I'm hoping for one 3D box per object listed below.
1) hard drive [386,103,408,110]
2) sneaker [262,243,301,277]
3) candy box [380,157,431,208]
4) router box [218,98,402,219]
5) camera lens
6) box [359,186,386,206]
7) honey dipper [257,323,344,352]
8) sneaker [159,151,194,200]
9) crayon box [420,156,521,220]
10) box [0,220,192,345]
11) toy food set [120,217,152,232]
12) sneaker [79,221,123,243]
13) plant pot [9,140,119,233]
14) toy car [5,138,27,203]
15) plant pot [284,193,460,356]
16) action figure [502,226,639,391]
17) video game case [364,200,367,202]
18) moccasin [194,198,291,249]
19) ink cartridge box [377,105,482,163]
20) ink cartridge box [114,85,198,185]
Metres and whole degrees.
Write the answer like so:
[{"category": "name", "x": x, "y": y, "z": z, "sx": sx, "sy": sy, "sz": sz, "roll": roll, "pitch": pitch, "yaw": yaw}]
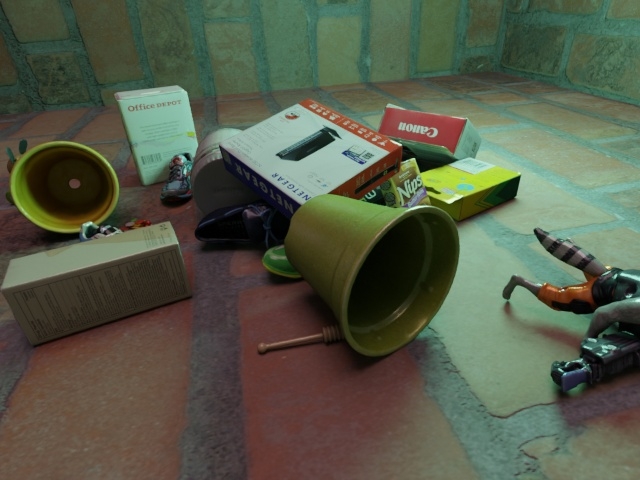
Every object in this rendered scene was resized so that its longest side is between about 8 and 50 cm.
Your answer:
[{"category": "hard drive", "x": 0.447, "y": -0.493, "z": 1.685, "sx": 0.308, "sy": 0.040, "sz": 0.203, "roll": 9, "pitch": 23, "yaw": -29}, {"category": "sneaker", "x": 0.000, "y": 0.000, "z": 0.948, "sx": 0.296, "sy": 0.123, "sz": 0.109, "roll": -16, "pitch": 34, "yaw": -19}, {"category": "candy box", "x": 0.227, "y": -0.112, "z": 1.056, "sx": 0.109, "sy": 0.186, "sz": 0.053, "roll": -24, "pitch": 5, "yaw": -30}, {"category": "router box", "x": -0.027, "y": -0.201, "z": 0.980, "sx": 0.301, "sy": 0.082, "sz": 0.336, "roll": -36, "pitch": 55, "yaw": -25}, {"category": "camera lens", "x": -0.274, "y": -0.203, "z": 1.210, "sx": 0.220, "sy": 0.219, "sz": 0.274, "roll": -7, "pitch": 31, "yaw": -7}, {"category": "box", "x": 0.027, "y": -0.181, "z": 1.122, "sx": 0.243, "sy": 0.076, "sz": 0.307, "roll": -29, "pitch": 69, "yaw": -20}, {"category": "honey dipper", "x": -0.037, "y": 0.185, "z": 0.742, "sx": 0.161, "sy": 0.030, "sz": 0.030, "roll": -11, "pitch": 32, "yaw": -6}, {"category": "sneaker", "x": -0.484, "y": -0.222, "z": 1.348, "sx": 0.104, "sy": 0.125, "sz": 0.261, "roll": -4, "pitch": 31, "yaw": -2}, {"category": "crayon box", "x": 0.418, "y": -0.158, "z": 1.216, "sx": 0.319, "sy": 0.081, "sz": 0.202, "roll": -20, "pitch": 35, "yaw": -27}, {"category": "box", "x": -0.447, "y": 0.080, "z": 0.833, "sx": 0.312, "sy": 0.147, "sz": 0.121, "roll": -15, "pitch": 32, "yaw": -22}, {"category": "toy food set", "x": -0.527, "y": -0.037, "z": 1.148, "sx": 0.083, "sy": 0.020, "sz": 0.083, "roll": 3, "pitch": 32, "yaw": 10}, {"category": "sneaker", "x": -0.518, "y": 0.007, "z": 1.015, "sx": 0.238, "sy": 0.086, "sz": 0.085, "roll": 11, "pitch": 32, "yaw": 20}, {"category": "plant pot", "x": -0.737, "y": -0.163, "z": 1.185, "sx": 0.254, "sy": 0.253, "sz": 0.239, "roll": -17, "pitch": 18, "yaw": -22}, {"category": "toy car", "x": -0.985, "y": -0.239, "z": 1.354, "sx": 0.149, "sy": 0.188, "sz": 0.155, "roll": -3, "pitch": 32, "yaw": 0}, {"category": "plant pot", "x": 0.072, "y": 0.030, "z": 0.758, "sx": 0.276, "sy": 0.275, "sz": 0.254, "roll": -22, "pitch": 34, "yaw": -29}, {"category": "action figure", "x": 0.490, "y": 0.109, "z": 0.691, "sx": 0.342, "sy": 0.178, "sz": 0.330, "roll": -16, "pitch": 24, "yaw": -25}, {"category": "video game case", "x": 0.173, "y": -0.018, "z": 0.951, "sx": 0.015, "sy": 0.166, "sz": 0.119, "roll": -43, "pitch": 32, "yaw": 11}, {"category": "moccasin", "x": -0.156, "y": -0.032, "z": 1.010, "sx": 0.343, "sy": 0.137, "sz": 0.117, "roll": -12, "pitch": 19, "yaw": 21}, {"category": "ink cartridge box", "x": 0.366, "y": -0.368, "z": 1.406, "sx": 0.310, "sy": 0.129, "sz": 0.272, "roll": 22, "pitch": 7, "yaw": 34}, {"category": "ink cartridge box", "x": -0.572, "y": -0.378, "z": 1.438, "sx": 0.226, "sy": 0.305, "sz": 0.131, "roll": -18, "pitch": 35, "yaw": -24}]
